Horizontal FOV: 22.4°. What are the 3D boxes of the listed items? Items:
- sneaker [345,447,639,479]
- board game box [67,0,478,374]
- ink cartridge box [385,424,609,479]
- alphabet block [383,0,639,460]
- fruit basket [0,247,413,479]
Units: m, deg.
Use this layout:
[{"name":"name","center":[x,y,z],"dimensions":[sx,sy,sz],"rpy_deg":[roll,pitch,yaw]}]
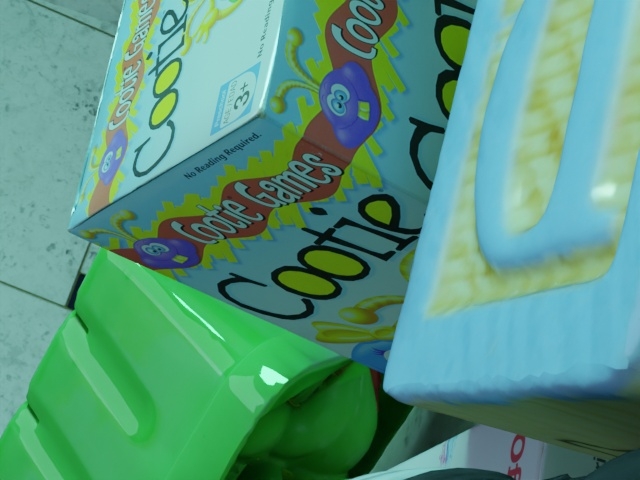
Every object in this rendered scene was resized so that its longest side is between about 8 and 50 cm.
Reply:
[{"name":"sneaker","center":[0.125,0.115,0.437],"dimensions":[0.153,0.269,0.101],"rpy_deg":[-16,65,49]},{"name":"board game box","center":[0.055,-0.032,0.707],"dimensions":[0.142,0.275,0.144],"rpy_deg":[-26,47,48]},{"name":"ink cartridge box","center":[0.091,0.174,0.767],"dimensions":[0.212,0.093,0.154],"rpy_deg":[133,150,-63]},{"name":"alphabet block","center":[0.158,-0.016,0.511],"dimensions":[0.193,0.197,0.192],"rpy_deg":[164,123,-73]},{"name":"fruit basket","center":[-0.033,0.204,1.009],"dimensions":[0.283,0.392,0.392],"rpy_deg":[-17,-43,-54]}]
